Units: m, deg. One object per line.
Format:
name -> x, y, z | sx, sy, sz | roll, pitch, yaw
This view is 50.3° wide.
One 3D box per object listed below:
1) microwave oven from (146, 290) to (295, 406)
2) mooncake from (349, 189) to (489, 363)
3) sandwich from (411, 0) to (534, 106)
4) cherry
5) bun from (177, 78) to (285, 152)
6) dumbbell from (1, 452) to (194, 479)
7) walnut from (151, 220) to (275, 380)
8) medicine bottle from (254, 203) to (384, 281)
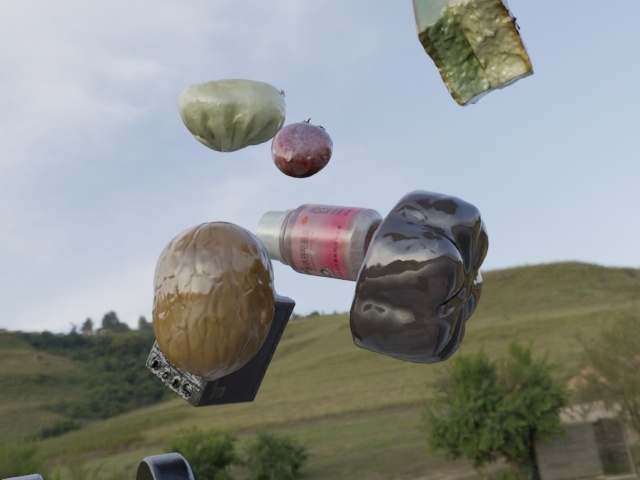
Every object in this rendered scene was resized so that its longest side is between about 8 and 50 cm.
microwave oven -> -0.202, 0.179, 1.334 | 0.178, 0.247, 0.188 | 28, 10, 36
mooncake -> 0.140, 0.053, 0.931 | 0.134, 0.244, 0.245 | 14, -10, 25
sandwich -> 0.179, -0.288, 0.857 | 0.108, 0.219, 0.186 | -25, 3, 22
cherry -> -0.020, -0.176, 1.209 | 0.107, 0.090, 0.225 | 0, 28, 19
bun -> -0.205, -0.280, 1.565 | 0.260, 0.159, 0.259 | 0, 0, 0
dumbbell -> -0.390, 0.498, 1.194 | 0.323, 0.203, 0.204 | -1, -21, -28
walnut -> -0.138, 0.077, 0.884 | 0.168, 0.207, 0.167 | 2, -10, 0
medicine bottle -> 0.000, 0.000, 1.313 | 0.247, 0.147, 0.147 | 6, -10, 32
